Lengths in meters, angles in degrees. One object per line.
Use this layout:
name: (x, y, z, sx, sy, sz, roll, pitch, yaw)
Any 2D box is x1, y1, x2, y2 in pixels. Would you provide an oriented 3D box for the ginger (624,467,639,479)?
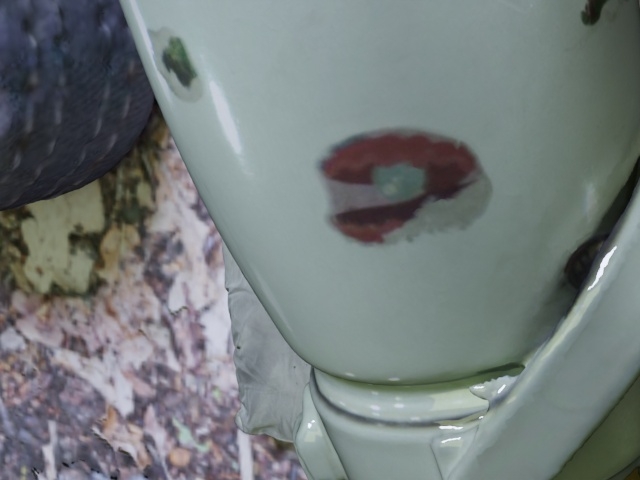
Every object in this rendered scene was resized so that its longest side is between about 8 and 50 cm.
ginger: (0.086, 0.175, 0.737, 0.193, 0.122, 0.115, 9, 125, 33)

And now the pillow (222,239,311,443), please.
pillow: (0.000, 0.000, 0.782, 0.128, 0.051, 0.229, -1, 98, 27)

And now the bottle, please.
bottle: (0.062, -0.020, 0.628, 0.229, 0.229, 0.352, -7, 113, 30)

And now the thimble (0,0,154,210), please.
thimble: (-0.206, -0.128, 0.803, 0.205, 0.172, 0.236, 14, 105, 23)
